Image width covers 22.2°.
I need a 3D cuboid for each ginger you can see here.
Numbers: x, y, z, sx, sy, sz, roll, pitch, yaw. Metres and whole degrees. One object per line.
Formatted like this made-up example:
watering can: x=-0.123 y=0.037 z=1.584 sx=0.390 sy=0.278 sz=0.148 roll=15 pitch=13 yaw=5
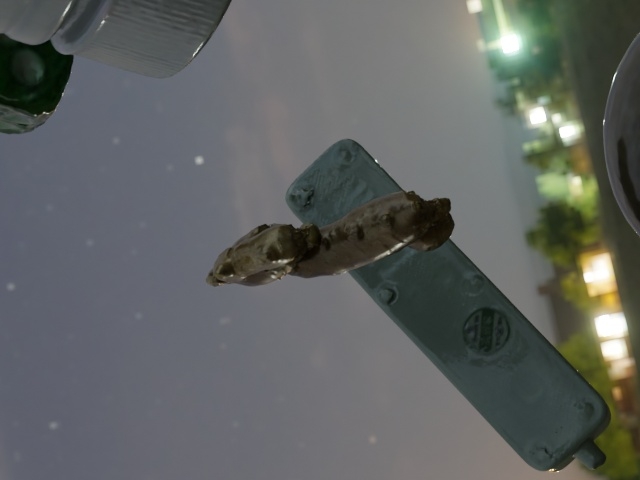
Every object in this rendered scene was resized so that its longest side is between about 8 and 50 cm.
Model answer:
ginger: x=0.000 y=0.000 z=1.291 sx=0.193 sy=0.176 sz=0.053 roll=3 pitch=-105 yaw=-58

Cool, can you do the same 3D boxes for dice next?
dice: x=-0.287 y=-0.163 z=1.377 sx=0.131 sy=0.128 sz=0.120 roll=-11 pitch=68 yaw=57

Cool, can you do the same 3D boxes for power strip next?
power strip: x=0.121 y=0.065 z=1.485 sx=0.385 sy=0.091 sz=0.062 roll=47 pitch=-177 yaw=20

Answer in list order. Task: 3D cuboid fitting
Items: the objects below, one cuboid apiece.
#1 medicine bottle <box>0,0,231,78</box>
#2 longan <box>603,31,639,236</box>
medicine bottle: x=-0.210 y=-0.225 z=0.921 sx=0.190 sy=0.332 sz=0.190 roll=-49 pitch=31 yaw=45
longan: x=0.344 y=-0.100 z=1.349 sx=0.215 sy=0.246 sz=0.246 roll=35 pitch=-159 yaw=-13
